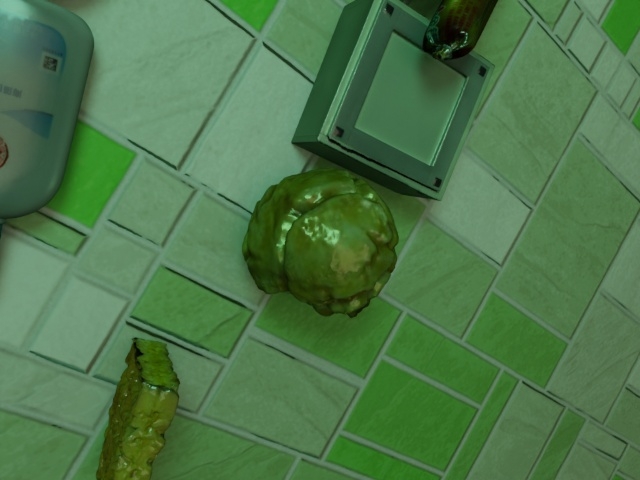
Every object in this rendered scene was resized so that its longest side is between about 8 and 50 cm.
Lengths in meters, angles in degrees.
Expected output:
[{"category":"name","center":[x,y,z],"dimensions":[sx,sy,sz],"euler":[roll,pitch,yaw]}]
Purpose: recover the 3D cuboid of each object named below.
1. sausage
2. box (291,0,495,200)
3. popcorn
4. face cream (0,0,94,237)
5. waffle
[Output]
[{"category":"sausage","center":[0.224,-0.358,0.724],"dimensions":[0.082,0.082,0.372],"euler":[47,54,-24]},{"category":"box","center":[0.110,-0.205,0.760],"dimensions":[0.225,0.117,0.225],"euler":[21,91,-26]},{"category":"popcorn","center":[0.000,0.000,0.695],"dimensions":[0.183,0.221,0.204],"euler":[35,83,-49]},{"category":"face cream","center":[-0.380,-0.113,0.580],"dimensions":[0.163,0.080,0.337],"euler":[14,94,-26]},{"category":"waffle","center":[-0.248,0.256,0.665],"dimensions":[0.055,0.160,0.211],"euler":[18,92,-26]}]
